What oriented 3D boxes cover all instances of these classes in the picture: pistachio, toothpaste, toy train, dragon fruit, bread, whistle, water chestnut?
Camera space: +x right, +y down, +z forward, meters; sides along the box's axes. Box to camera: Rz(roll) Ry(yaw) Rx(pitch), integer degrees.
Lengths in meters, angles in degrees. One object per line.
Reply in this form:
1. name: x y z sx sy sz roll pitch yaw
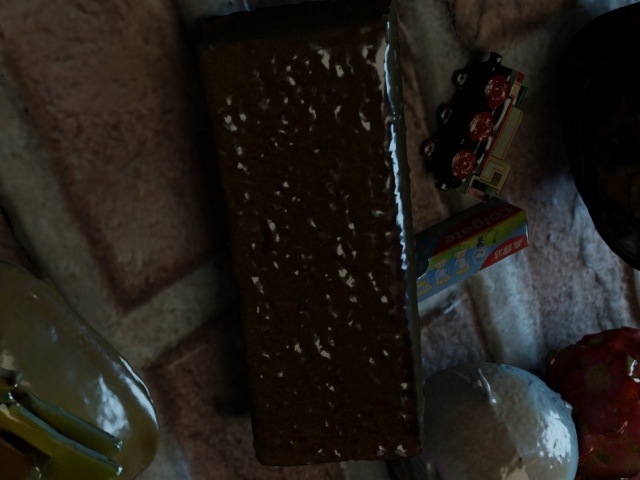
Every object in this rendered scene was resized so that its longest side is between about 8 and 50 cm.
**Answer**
1. pistachio: -0.258 0.125 1.095 0.212 0.163 0.260 -35 110 -1
2. toothpaste: 0.119 0.021 1.377 0.193 0.070 0.044 -26 122 -25
3. toy train: 0.153 -0.107 1.359 0.087 0.050 0.138 17 99 -45
4. dragon fruit: 0.340 0.206 1.546 0.210 0.205 0.268 -14 148 4
5. bread: 0.000 0.000 1.225 0.165 0.113 0.417 -4 118 3
6. whistle: 0.176 0.252 1.469 0.189 0.189 0.348 -28 136 -24
7. water chestnut: 0.364 -0.107 1.375 0.244 0.289 0.289 -11 119 -5

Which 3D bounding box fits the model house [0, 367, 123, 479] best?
1. model house: -0.286 0.092 0.913 0.312 0.242 0.358 -1 112 11
